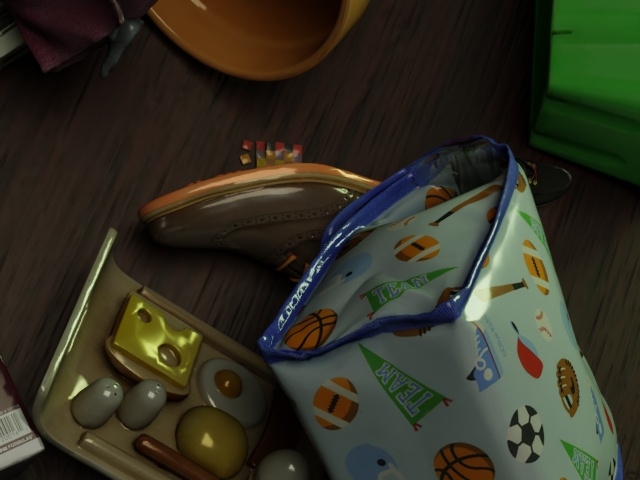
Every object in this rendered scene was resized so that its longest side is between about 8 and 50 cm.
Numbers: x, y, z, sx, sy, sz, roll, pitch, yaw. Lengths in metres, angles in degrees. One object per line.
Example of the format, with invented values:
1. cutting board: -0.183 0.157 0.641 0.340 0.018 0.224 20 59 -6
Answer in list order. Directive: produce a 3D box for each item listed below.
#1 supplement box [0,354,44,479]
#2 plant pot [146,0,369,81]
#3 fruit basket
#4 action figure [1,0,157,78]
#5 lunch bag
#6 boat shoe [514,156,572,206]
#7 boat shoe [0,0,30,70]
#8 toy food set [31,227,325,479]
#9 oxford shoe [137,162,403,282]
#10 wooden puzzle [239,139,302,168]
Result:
1. supplement box: -0.338 0.105 1.477 0.073 0.130 0.239 -23 81 -25
2. plant pot: -0.042 -0.335 1.659 0.291 0.291 0.203 46 48 -1
3. fruit basket: 0.419 -0.239 1.804 0.392 0.283 0.392 0 70 -1
4. action figure: -0.292 -0.319 1.489 0.370 0.276 0.248 44 81 -6
5. lunch bag: 0.134 0.119 1.519 0.328 0.239 0.385 66 29 -21
6. boat shoe: 0.215 -0.064 1.780 0.133 0.042 0.049 1 71 -21
7. boat shoe: -0.301 -0.224 1.626 0.219 0.078 0.070 -39 90 -24
8. toy food set: -0.100 0.139 1.511 0.306 0.092 0.220 34 40 -16
9. oxford shoe: 0.000 0.000 1.637 0.363 0.130 0.133 -1 79 -20
10. wooden puzzle: -0.044 -0.078 1.710 0.083 0.006 0.049 6 71 -18
